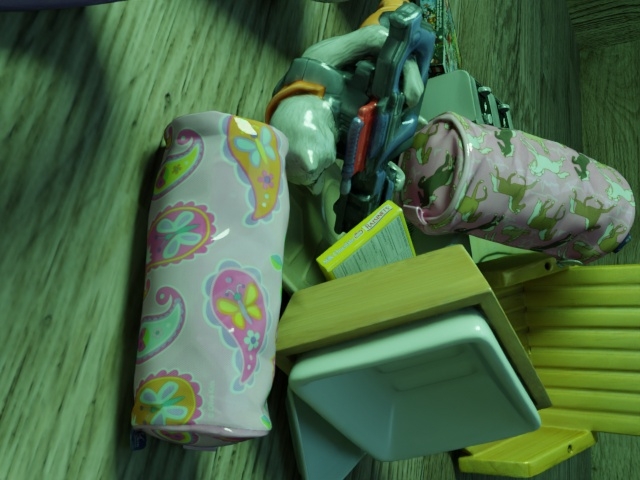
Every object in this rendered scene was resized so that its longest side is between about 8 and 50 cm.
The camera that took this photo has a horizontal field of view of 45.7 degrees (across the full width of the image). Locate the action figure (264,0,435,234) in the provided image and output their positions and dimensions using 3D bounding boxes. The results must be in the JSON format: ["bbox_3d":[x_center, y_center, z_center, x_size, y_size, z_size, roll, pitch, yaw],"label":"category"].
[{"bbox_3d":[0.029,-0.130,0.861,0.330,0.178,0.341,-46,154,-53],"label":"action figure"}]

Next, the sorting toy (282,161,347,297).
[{"bbox_3d":[0.000,0.000,0.923,0.307,0.041,0.229,52,38,-48],"label":"sorting toy"}]

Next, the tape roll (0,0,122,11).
[{"bbox_3d":[-0.121,-0.220,0.474,0.275,0.274,0.090,-29,110,-61],"label":"tape roll"}]

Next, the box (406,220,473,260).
[{"bbox_3d":[0.160,0.055,1.114,0.275,0.094,0.113,-54,134,-63],"label":"box"}]

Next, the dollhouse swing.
[{"bbox_3d":[0.408,0.205,1.243,0.315,0.305,0.347,-11,96,-36],"label":"dollhouse swing"}]

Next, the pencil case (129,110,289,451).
[{"bbox_3d":[-0.091,0.035,0.653,0.124,0.124,0.284,28,60,-58],"label":"pencil case"}]

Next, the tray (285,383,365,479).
[{"bbox_3d":[0.027,0.197,0.929,0.270,0.030,0.145,-22,104,-62],"label":"tray"}]

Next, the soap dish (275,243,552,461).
[{"bbox_3d":[0.107,0.131,0.825,0.291,0.228,0.118,51,27,-48],"label":"soap dish"}]

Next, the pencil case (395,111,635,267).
[{"bbox_3d":[0.288,-0.066,1.115,0.386,0.160,0.167,12,56,-33],"label":"pencil case"}]

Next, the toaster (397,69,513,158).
[{"bbox_3d":[0.205,-0.179,1.223,0.168,0.185,0.110,19,64,-52],"label":"toaster"}]

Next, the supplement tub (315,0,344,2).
[{"bbox_3d":[-0.026,-0.388,0.790,0.272,0.191,0.191,21,65,-60],"label":"supplement tub"}]

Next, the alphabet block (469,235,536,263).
[{"bbox_3d":[0.390,0.046,1.497,0.193,0.192,0.197,-17,98,-61],"label":"alphabet block"}]

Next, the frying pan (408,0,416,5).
[{"bbox_3d":[0.150,-0.464,1.303,0.326,0.053,0.197,67,26,-57],"label":"frying pan"}]

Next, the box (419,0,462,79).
[{"bbox_3d":[0.217,-0.319,1.356,0.233,0.044,0.159,48,44,-64],"label":"box"}]

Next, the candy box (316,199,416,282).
[{"bbox_3d":[0.067,0.049,0.877,0.105,0.027,0.206,-41,144,-11],"label":"candy box"}]
